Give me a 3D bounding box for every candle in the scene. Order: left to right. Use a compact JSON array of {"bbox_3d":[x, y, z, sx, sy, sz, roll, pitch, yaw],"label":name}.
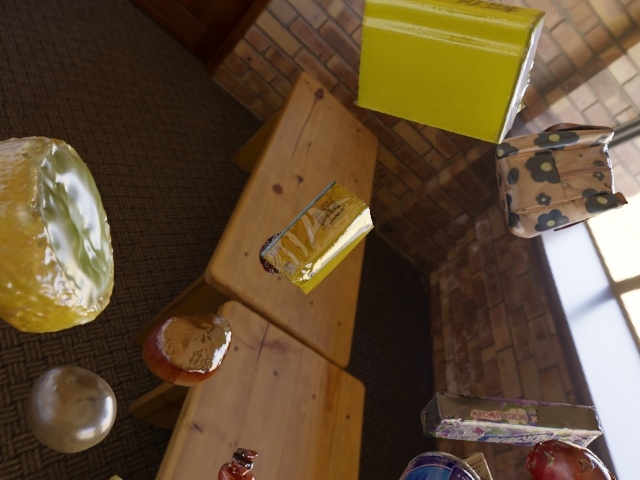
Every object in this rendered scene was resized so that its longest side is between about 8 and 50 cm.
[{"bbox_3d":[-0.156,0.408,0.612,0.051,0.329,0.048,25,3,-25],"label":"candle"}]

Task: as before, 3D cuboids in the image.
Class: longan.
[{"bbox_3d":[-0.692,0.463,1.383,0.248,0.248,0.248,31,39,-29],"label":"longan"}]

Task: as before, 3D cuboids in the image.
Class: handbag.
[{"bbox_3d":[0.433,-0.106,0.915,0.251,0.193,0.190,0,83,-67],"label":"handbag"}]

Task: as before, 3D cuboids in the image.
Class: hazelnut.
[{"bbox_3d":[-0.317,0.272,1.210,0.210,0.186,0.210,-10,105,-41],"label":"hazelnut"}]

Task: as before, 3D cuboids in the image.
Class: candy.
[{"bbox_3d":[-0.358,-0.008,0.646,0.260,0.118,0.259,167,-90,-86],"label":"candy"},{"bbox_3d":[0.341,0.327,0.893,0.313,0.088,0.061,7,43,-7],"label":"candy"}]

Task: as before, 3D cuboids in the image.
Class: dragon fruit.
[{"bbox_3d":[0.352,0.331,0.631,0.094,0.094,0.190,7,23,-47],"label":"dragon fruit"}]

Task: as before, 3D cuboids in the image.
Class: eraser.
[{"bbox_3d":[0.162,-0.234,0.653,0.226,0.158,0.069,22,42,21],"label":"eraser"}]

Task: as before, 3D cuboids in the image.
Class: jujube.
[{"bbox_3d":[-0.079,0.020,1.206,0.104,0.166,0.104,36,40,-37],"label":"jujube"}]

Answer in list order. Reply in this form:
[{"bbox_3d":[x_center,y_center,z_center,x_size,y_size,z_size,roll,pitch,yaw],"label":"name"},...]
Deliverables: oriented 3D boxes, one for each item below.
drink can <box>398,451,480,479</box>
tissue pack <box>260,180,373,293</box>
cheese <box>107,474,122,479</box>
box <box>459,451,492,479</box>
[{"bbox_3d":[0.083,0.296,0.451,0.097,0.097,0.235,58,28,8],"label":"drink can"},{"bbox_3d":[0.000,0.000,0.802,0.082,0.169,0.120,43,-5,19],"label":"tissue pack"},{"bbox_3d":[-0.425,0.507,0.984,0.060,0.084,0.041,55,-7,-6],"label":"cheese"},{"bbox_3d":[0.227,0.363,0.730,0.053,0.024,0.083,-14,76,-24],"label":"box"}]
